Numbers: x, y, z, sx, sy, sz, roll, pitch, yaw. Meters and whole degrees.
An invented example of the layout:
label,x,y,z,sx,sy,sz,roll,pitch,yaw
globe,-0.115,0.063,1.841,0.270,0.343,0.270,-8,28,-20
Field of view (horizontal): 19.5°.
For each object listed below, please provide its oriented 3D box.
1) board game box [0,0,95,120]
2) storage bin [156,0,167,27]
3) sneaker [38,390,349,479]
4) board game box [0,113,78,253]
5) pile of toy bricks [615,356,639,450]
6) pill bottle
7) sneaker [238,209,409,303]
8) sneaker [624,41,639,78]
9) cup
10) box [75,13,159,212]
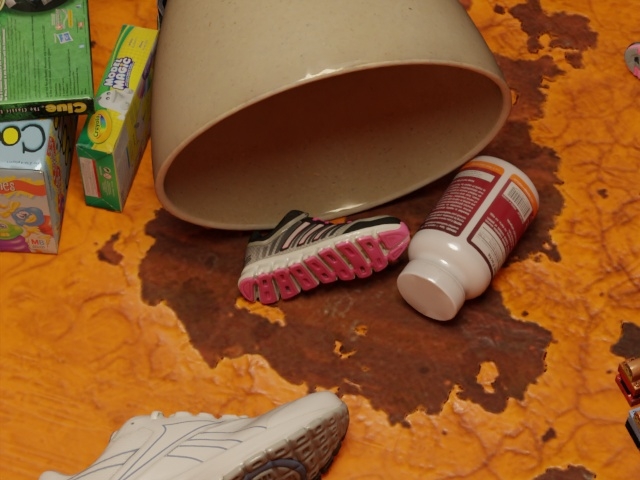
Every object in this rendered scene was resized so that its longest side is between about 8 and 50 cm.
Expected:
label,x,y,z,sx,sy,sz,roll,pitch,yaw
board game box,-0.288,-0.223,1.777,0.136,0.030,0.260,-3,56,-6
storage bin,-0.066,-0.211,1.905,0.180,0.084,0.122,-20,59,-12
sneaker,-0.115,0.194,1.624,0.297,0.111,0.129,-23,53,-16
board game box,-0.315,-0.141,1.824,0.144,0.142,0.275,3,56,1
pile of toy bricks,0.347,0.154,1.644,0.118,0.105,0.212,-20,58,-12
pill bottle,0.137,-0.001,1.761,0.086,0.086,0.152,27,60,17
sneaker,0.000,0.000,1.760,0.170,0.063,0.075,-19,51,15
sneaker,0.372,-0.187,1.916,0.119,0.047,0.057,10,38,5
cup,-0.016,-0.183,1.712,0.331,0.331,0.237,-13,69,-8
box,-0.192,-0.130,1.839,0.043,0.105,0.179,13,57,8
